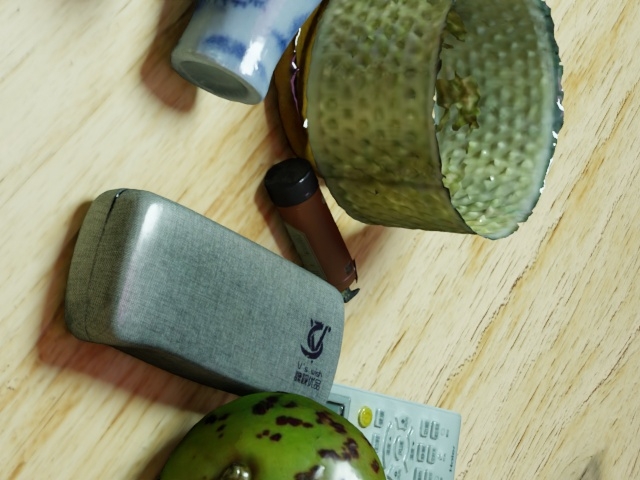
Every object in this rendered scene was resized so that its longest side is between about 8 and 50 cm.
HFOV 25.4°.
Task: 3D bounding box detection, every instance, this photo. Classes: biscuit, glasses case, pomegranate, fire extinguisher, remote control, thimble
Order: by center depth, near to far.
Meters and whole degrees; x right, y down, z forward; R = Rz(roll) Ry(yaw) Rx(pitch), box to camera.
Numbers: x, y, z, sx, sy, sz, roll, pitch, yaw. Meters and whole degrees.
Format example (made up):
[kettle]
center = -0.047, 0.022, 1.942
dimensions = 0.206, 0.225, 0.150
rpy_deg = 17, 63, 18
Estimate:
[pomegranate]
center = -0.034, 0.243, 1.225
dimensions = 0.263, 0.211, 0.211
rpy_deg = 62, 42, -60
[glasses case]
center = -0.089, 0.061, 1.235
dimensions = 0.323, 0.074, 0.131
rpy_deg = 30, 69, -52
[fire extinguisher]
center = 0.000, 0.000, 1.387
dimensions = 0.062, 0.050, 0.177
rpy_deg = -68, 144, -44
[thimble]
center = 0.117, -0.136, 1.397
dimensions = 0.271, 0.150, 0.270
rpy_deg = -11, 103, -55
[biscuit]
center = 0.018, -0.162, 1.415
dimensions = 0.212, 0.036, 0.212
rpy_deg = -8, 100, -54
[remote control]
center = 0.058, 0.213, 1.482
dimensions = 0.293, 0.051, 0.103
rpy_deg = 21, 74, -50

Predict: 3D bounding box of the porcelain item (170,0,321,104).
[porcelain item]
center = -0.040, -0.249, 1.242
dimensions = 0.141, 0.141, 0.259
rpy_deg = 41, 66, -49
